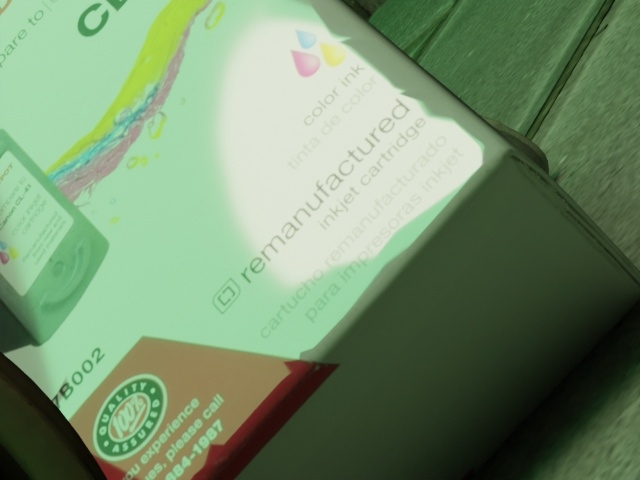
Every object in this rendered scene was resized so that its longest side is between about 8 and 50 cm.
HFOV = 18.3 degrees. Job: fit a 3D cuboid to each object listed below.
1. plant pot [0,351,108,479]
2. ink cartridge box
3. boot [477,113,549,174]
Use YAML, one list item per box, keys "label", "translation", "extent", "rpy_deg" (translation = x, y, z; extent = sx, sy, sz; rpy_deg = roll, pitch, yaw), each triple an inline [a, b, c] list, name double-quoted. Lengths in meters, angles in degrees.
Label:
- label: "plant pot"
  translation: [-0.179, 0.122, 0.648]
  extent: [0.263, 0.263, 0.229]
  rpy_deg: [-47, 6, 2]
- label: "ink cartridge box"
  translation: [-0.053, -0.007, 0.838]
  extent: [0.226, 0.131, 0.306]
  rpy_deg: [-48, 50, 3]
- label: "boot"
  translation: [-0.001, 0.001, 1.008]
  extent: [0.076, 0.189, 0.208]
  rpy_deg: [91, -160, -48]
